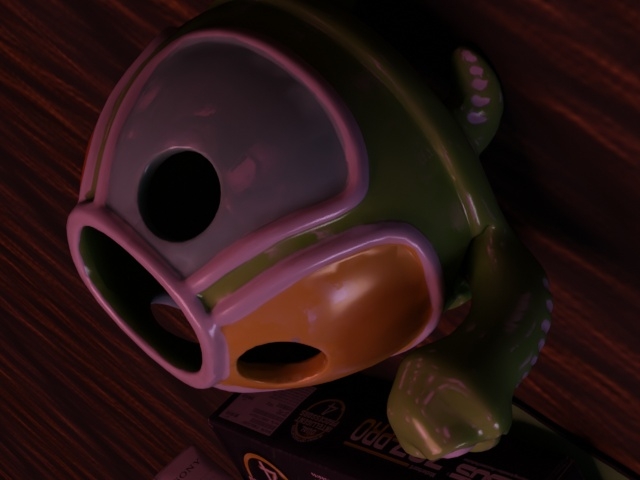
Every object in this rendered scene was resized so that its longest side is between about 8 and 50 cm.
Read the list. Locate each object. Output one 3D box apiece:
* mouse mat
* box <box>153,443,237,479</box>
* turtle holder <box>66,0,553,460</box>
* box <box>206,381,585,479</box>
[{"bbox_3d":[0.203,0.202,1.187,0.189,0.007,0.153,33,149,35],"label":"mouse mat"},{"bbox_3d":[-0.010,0.347,1.451,0.322,0.058,0.232,36,154,32],"label":"box"},{"bbox_3d":[-0.010,0.000,1.018,0.320,0.227,0.243,53,154,-2],"label":"turtle holder"},{"bbox_3d":[0.107,0.273,1.327,0.395,0.097,0.318,11,139,53],"label":"box"}]
